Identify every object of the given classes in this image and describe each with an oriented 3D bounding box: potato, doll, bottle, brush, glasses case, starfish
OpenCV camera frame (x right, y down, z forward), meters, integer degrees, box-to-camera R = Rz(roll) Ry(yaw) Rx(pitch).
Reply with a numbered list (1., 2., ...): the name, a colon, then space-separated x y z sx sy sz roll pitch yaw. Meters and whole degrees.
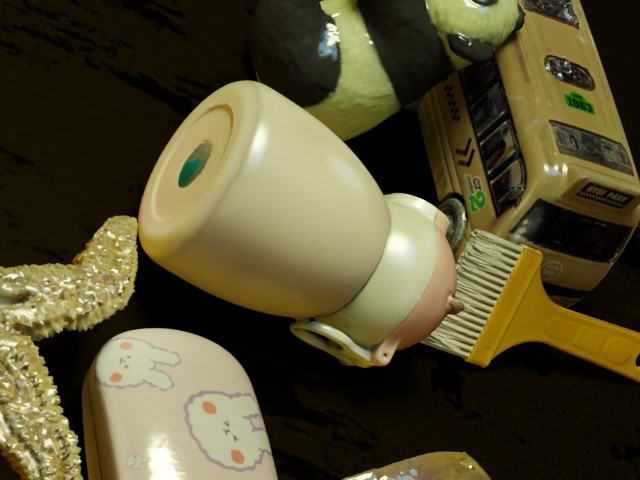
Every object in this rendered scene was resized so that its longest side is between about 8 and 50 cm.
1. potato: 0.069 0.195 1.217 0.172 0.089 0.100 -2 59 -43
2. doll: 0.048 -0.169 1.434 0.135 0.234 0.143 62 6 -5
3. bottle: 0.000 0.000 1.300 0.236 0.147 0.147 31 40 -26
4. brush: 0.198 0.072 1.451 0.272 0.103 0.013 21 10 -37
5. glasses case: -0.079 0.184 1.111 0.113 0.075 0.296 7 50 -28
6. starfish: -0.262 0.050 1.067 0.294 0.084 0.301 23 51 -20

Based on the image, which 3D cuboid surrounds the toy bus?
1. toy bus: 0.171 -0.094 1.509 0.139 0.157 0.289 16 46 -29
